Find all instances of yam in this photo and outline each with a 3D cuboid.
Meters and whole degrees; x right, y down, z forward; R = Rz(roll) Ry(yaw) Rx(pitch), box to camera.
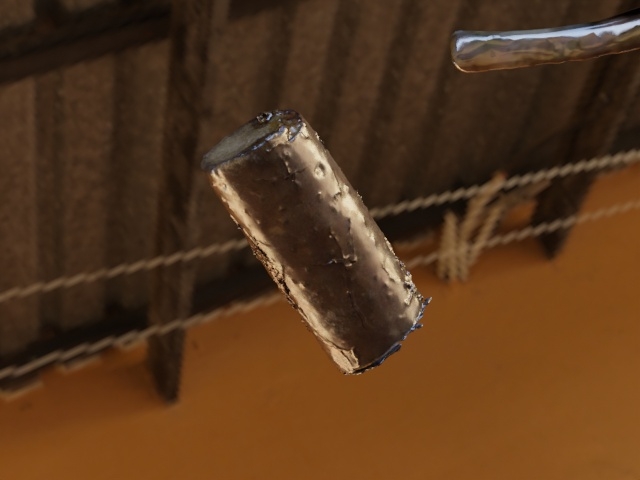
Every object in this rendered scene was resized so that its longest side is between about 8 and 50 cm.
[{"bbox_3d":[-0.001,0.000,1.611,0.131,0.131,0.280,-32,-67,3],"label":"yam"}]

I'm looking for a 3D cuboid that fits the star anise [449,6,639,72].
[{"bbox_3d":[0.240,-0.198,0.853,0.349,0.109,0.292,-38,7,-10],"label":"star anise"}]
